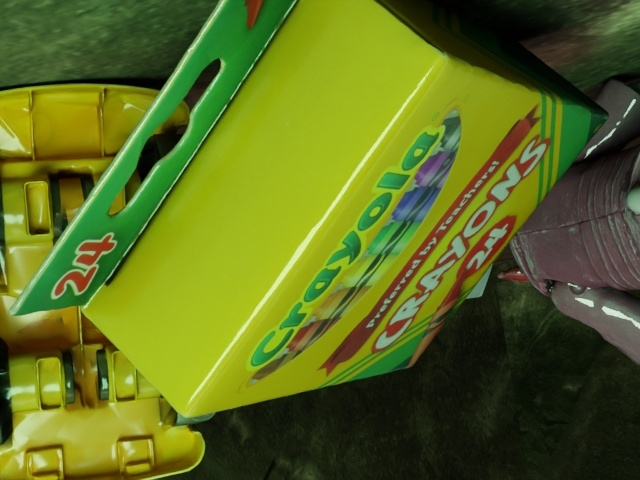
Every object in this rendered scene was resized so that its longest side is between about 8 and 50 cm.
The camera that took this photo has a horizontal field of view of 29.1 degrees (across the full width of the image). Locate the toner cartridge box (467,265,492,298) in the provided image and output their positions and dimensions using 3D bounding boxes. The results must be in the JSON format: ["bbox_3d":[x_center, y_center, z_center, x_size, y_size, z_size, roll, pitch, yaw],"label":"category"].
[{"bbox_3d":[0.000,0.000,1.096,0.165,0.075,0.348,26,-163,35],"label":"toner cartridge box"}]

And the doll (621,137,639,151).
[{"bbox_3d":[0.224,-0.078,1.151,0.129,0.046,0.189,-17,-176,-15],"label":"doll"}]

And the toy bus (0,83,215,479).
[{"bbox_3d":[-0.154,0.027,0.750,0.150,0.220,0.211,-4,180,-16],"label":"toy bus"}]

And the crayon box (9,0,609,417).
[{"bbox_3d":[0.017,-0.020,0.620,0.202,0.081,0.318,-54,158,18],"label":"crayon box"}]

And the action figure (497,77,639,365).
[{"bbox_3d":[0.229,-0.004,0.845,0.276,0.248,0.370,-5,171,-33],"label":"action figure"}]
